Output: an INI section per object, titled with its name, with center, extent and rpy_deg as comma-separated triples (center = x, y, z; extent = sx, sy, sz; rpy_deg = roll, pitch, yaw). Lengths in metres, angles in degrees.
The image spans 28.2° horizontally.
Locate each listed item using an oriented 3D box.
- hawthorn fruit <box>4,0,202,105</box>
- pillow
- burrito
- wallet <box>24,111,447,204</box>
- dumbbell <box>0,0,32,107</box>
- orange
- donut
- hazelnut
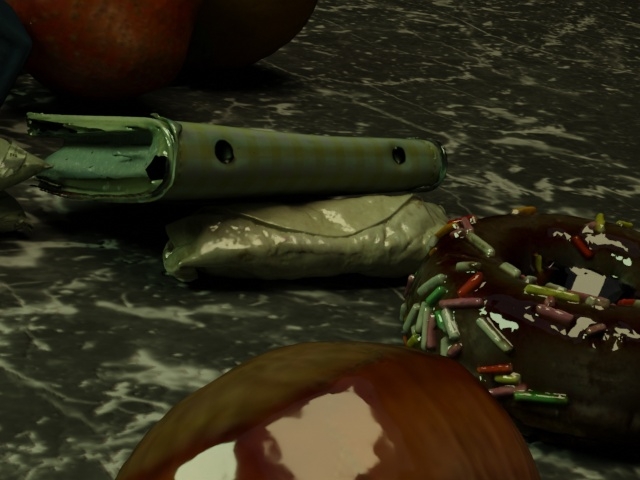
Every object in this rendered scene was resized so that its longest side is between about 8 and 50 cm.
[hawthorn fruit]
center = -0.261, -0.256, 1.337
extent = 0.262, 0.210, 0.210
rpy_deg = 21, 8, -43
[pillow]
center = -0.327, -0.056, 1.028
extent = 0.181, 0.078, 0.134
rpy_deg = 22, 25, 33
[burrito]
center = 0.000, 0.000, 1.049
extent = 0.275, 0.059, 0.082
rpy_deg = -1, 37, -25
[wallet]
center = -0.073, -0.069, 1.105
extent = 0.309, 0.077, 0.223
rpy_deg = -1, 1, -45
[dumbbell]
center = -0.415, -0.227, 1.131
extent = 0.325, 0.144, 0.160
rpy_deg = 41, 9, -42
[orange]
center = -0.169, -0.326, 1.546
extent = 0.334, 0.262, 0.196
rpy_deg = 18, 42, -1
[donut]
center = 0.188, 0.055, 0.931
extent = 0.269, 0.103, 0.270
rpy_deg = 8, 23, -3
[hazelnut]
center = 0.010, 0.140, 0.544
extent = 0.214, 0.176, 0.214
rpy_deg = 13, 47, -15
